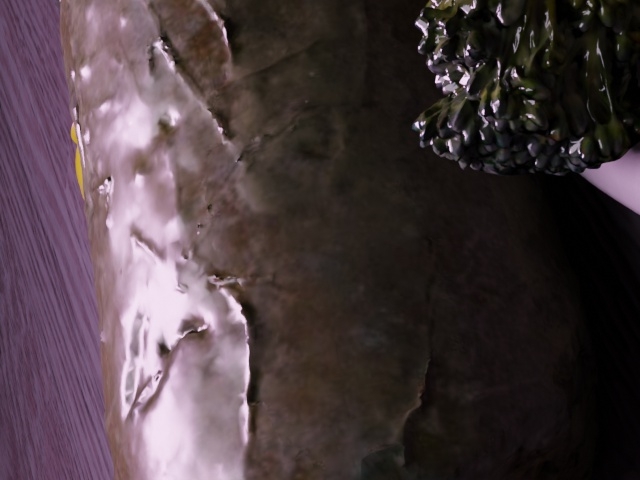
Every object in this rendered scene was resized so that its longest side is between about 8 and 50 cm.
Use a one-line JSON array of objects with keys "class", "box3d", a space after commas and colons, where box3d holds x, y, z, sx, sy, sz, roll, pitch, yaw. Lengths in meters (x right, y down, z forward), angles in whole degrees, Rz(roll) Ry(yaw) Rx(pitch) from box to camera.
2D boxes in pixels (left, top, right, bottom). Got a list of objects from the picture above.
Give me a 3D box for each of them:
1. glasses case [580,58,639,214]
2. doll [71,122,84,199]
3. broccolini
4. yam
[{"class": "glasses case", "box3d": [0.124, -0.035, 0.481, 0.164, 0.041, 0.063, -136, 50, -62]}, {"class": "doll", "box3d": [-0.100, -0.056, 0.981, 0.143, 0.135, 0.221, -66, 6, -21]}, {"class": "broccolini", "box3d": [0.094, -0.213, 0.475, 0.074, 0.078, 0.392, -170, 91, -73]}, {"class": "yam", "box3d": [0.000, 0.000, 0.605, 0.195, 0.195, 0.300, 127, 136, -59]}]
